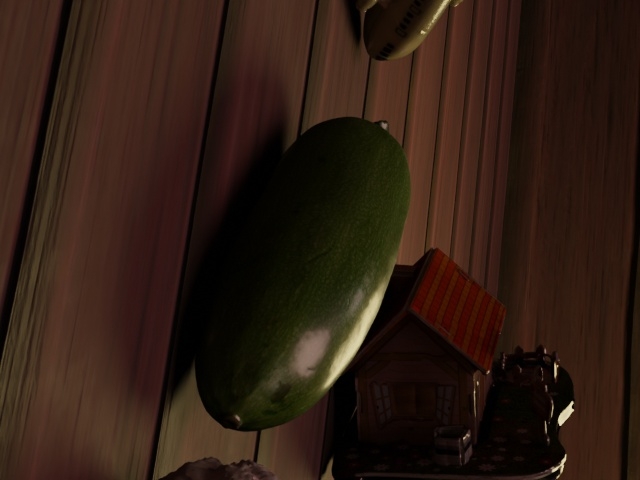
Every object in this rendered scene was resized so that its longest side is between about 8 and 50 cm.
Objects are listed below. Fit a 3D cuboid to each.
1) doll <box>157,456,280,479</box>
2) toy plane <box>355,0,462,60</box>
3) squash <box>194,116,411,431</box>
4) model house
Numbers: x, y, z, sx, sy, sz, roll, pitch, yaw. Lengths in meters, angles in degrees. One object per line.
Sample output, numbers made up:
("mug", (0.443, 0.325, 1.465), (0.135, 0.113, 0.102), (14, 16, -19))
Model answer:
("doll", (-0.066, 0.175, 0.844), (0.221, 0.105, 0.115), (-14, 113, -81))
("toy plane", (0.095, -0.237, 1.470), (0.256, 0.242, 0.104), (-33, -110, 59))
("squash", (0.000, 0.000, 1.148), (0.395, 0.107, 0.107), (-64, 154, -62))
("model house", (0.126, 0.104, 1.569), (0.294, 0.207, 0.154), (-56, 144, -70))
